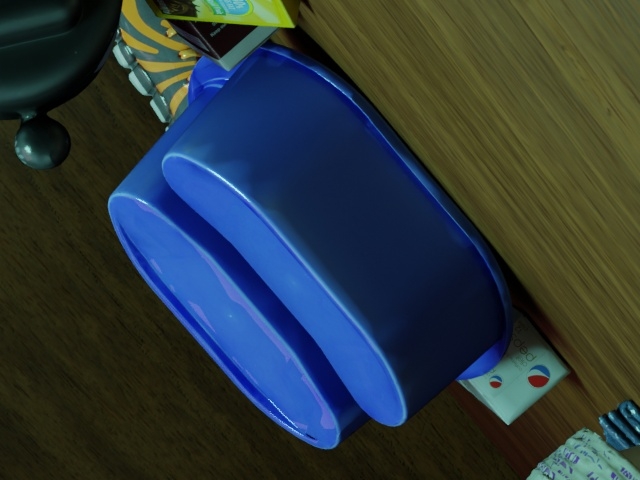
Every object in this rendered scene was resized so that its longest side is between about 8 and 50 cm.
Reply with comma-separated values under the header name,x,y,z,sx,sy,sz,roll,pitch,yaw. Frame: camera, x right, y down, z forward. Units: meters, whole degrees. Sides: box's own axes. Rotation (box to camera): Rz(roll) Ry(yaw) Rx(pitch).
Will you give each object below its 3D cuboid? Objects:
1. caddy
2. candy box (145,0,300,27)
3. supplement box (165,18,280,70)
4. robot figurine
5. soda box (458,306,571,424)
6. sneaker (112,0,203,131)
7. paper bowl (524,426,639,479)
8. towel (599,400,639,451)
name,x,y,z,sx,sy,sz,roll,pitch,yaw
caddy,0.000,0.000,1.545,0.341,0.179,0.241,50,150,-8
candy box,-0.083,-0.189,1.271,0.105,0.027,0.206,4,166,12
supplement box,-0.130,-0.243,1.427,0.239,0.073,0.130,49,176,-23
robot figurine,-0.221,-0.173,1.364,0.174,0.209,0.278,25,176,-6
soda box,0.144,0.092,1.725,0.069,0.074,0.216,50,178,-13
sneaker,-0.077,-0.146,1.725,0.180,0.125,0.321,-13,102,59
paper bowl,0.240,0.226,1.154,0.284,0.148,0.284,50,177,3
towel,0.242,0.157,1.486,0.067,0.029,0.119,48,177,14
